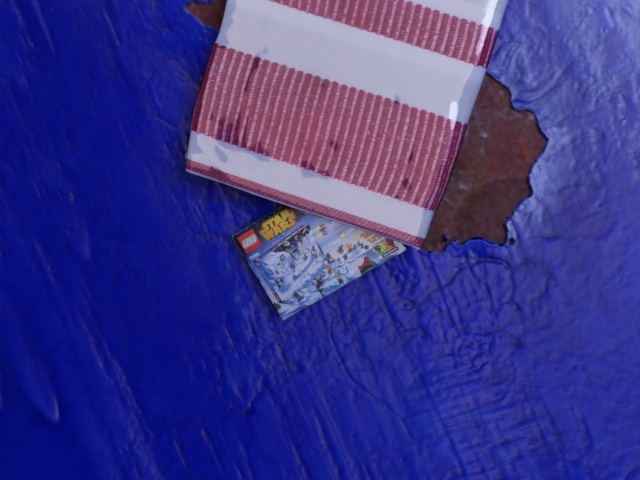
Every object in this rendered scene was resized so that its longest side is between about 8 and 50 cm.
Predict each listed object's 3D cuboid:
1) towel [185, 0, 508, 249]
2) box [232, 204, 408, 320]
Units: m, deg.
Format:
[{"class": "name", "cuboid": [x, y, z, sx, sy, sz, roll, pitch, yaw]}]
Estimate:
[{"class": "towel", "cuboid": [0.032, -0.183, 0.997, 0.237, 0.037, 0.329, 19, 99, 9]}, {"class": "box", "cuboid": [0.000, 0.000, 1.053, 0.137, 0.027, 0.094, -30, 93, 15]}]
